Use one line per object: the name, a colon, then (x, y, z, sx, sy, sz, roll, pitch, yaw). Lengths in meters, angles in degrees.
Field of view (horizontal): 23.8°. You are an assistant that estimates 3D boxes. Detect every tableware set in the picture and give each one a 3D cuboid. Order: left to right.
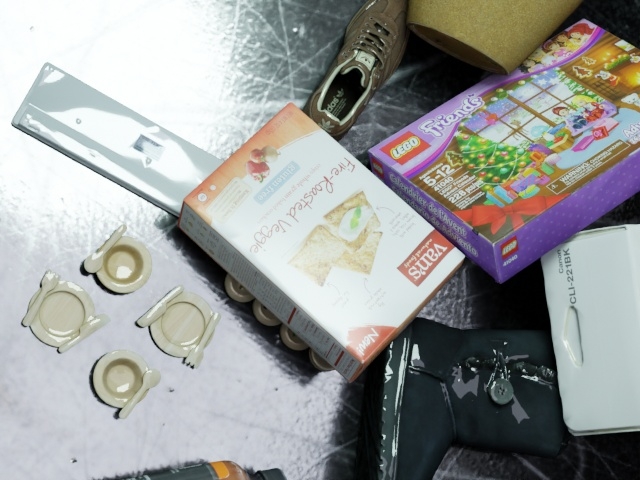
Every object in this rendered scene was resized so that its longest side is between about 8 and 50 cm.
tableware set: (-0.188, 0.076, 1.451, 0.168, 0.020, 0.141, 45, 73, -7)

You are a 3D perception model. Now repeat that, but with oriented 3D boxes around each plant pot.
plant pot: (0.196, -0.304, 1.532, 0.237, 0.237, 0.254, 26, 91, -12)

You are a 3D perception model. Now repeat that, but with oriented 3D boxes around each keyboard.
keyboard: (-0.172, -0.082, 1.484, 0.256, 0.014, 0.072, 29, 70, -12)

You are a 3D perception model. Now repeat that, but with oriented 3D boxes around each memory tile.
memory tile: (-0.014, 0.049, 1.511, 0.148, 0.012, 0.113, 40, 74, -9)

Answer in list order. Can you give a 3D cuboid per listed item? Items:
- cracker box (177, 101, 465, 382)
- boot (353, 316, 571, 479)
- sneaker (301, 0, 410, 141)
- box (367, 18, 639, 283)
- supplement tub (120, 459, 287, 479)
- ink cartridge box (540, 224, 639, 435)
cracker box: (0.000, 0.000, 1.456, 0.232, 0.067, 0.156, 42, 66, 7)
boot: (0.146, 0.195, 1.496, 0.207, 0.094, 0.246, 11, 73, -11)
sneaker: (0.047, -0.176, 1.530, 0.066, 0.071, 0.188, 31, 75, -11)
box: (0.223, -0.098, 1.515, 0.293, 0.201, 0.057, -32, 134, -19)
supplement tub: (-0.125, 0.262, 1.400, 0.198, 0.106, 0.106, -9, 85, -17)
ink cartridge box: (0.364, 0.083, 1.523, 0.273, 0.114, 0.197, -3, 83, -38)
